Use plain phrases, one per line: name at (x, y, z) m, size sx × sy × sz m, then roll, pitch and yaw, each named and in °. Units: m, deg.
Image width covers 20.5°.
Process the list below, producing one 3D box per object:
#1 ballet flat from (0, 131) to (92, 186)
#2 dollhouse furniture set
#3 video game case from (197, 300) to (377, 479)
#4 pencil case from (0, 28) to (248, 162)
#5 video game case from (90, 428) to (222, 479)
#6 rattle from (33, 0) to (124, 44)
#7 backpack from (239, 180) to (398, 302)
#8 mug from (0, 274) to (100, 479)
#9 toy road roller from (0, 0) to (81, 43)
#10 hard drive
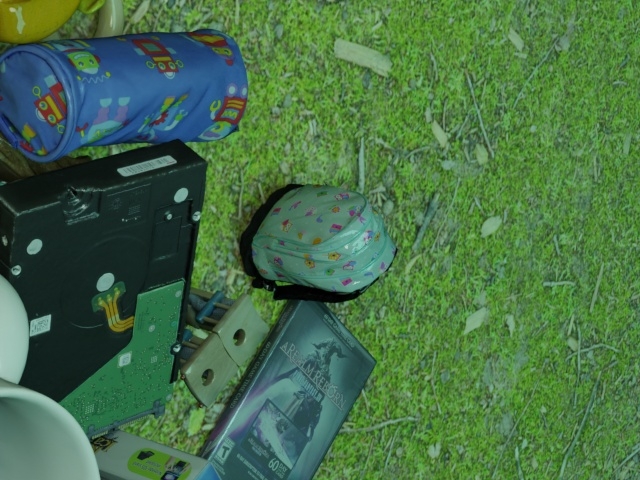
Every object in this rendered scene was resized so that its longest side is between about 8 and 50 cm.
ballet flat at (-0.347, -0.104, 1.821) m, size 0.342 × 0.116 × 0.124 m, roll 28°, pitch 59°, yaw -48°
dollhouse furniture set at (-0.176, 0.076, 2.030) m, size 0.129 × 0.129 × 0.183 m, roll -52°, pitch 134°, yaw -25°
video game case at (-0.041, 0.222, 2.302) m, size 0.274 × 0.026 × 0.196 m, roll -59°, pitch 136°, yaw -18°
pencil case at (-0.205, -0.151, 1.838) m, size 0.306 × 0.119 × 0.133 m, roll -13°, pitch 148°, yaw -53°
video game case at (-0.175, 0.329, 2.012) m, size 0.061 × 0.244 × 0.269 m, roll -48°, pitch 131°, yaw -29°
rattle at (-0.230, -0.202, 1.896) m, size 0.130 × 0.143 × 0.199 m, roll -10°, pitch 102°, yaw -66°
backpack at (0.000, 0.000, 2.167) m, size 0.152 × 0.182 × 0.115 m, roll -54°, pitch 134°, yaw -23°
mug at (-0.397, 0.191, 1.663) m, size 0.276 × 0.328 × 0.374 m, roll 31°, pitch 76°, yaw -48°
toy road roller at (-0.278, -0.330, 1.753) m, size 0.329 × 0.202 × 0.240 m, roll -19°, pitch 114°, yaw -40°
hard drive at (-0.245, 0.070, 1.849) m, size 0.237 × 0.064 × 0.339 m, roll -19°, pitch 132°, yaw -36°
